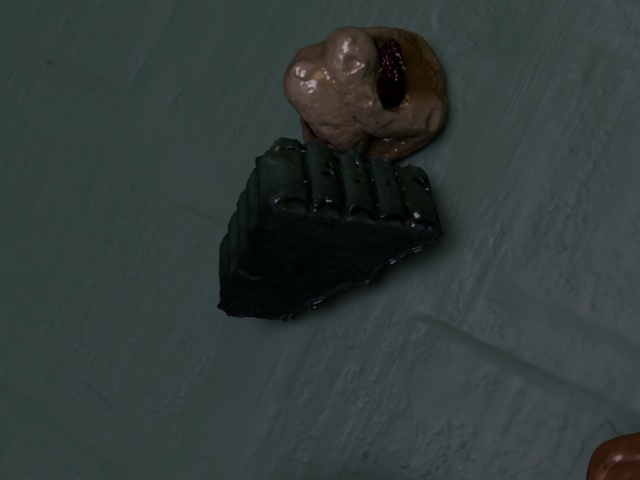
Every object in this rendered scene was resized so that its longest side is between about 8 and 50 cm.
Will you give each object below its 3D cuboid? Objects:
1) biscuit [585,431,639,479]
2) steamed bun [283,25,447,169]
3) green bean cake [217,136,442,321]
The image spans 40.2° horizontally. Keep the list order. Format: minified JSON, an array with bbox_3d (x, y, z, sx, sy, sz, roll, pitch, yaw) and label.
[{"bbox_3d":[0.382,0.259,0.622,0.365,0.062,0.385,-24,55,2],"label":"biscuit"},{"bbox_3d":[0.033,-0.162,0.927,0.172,0.155,0.141,-21,70,22],"label":"steamed bun"},{"bbox_3d":[0.000,0.000,0.923,0.208,0.193,0.107,120,148,-42],"label":"green bean cake"}]
